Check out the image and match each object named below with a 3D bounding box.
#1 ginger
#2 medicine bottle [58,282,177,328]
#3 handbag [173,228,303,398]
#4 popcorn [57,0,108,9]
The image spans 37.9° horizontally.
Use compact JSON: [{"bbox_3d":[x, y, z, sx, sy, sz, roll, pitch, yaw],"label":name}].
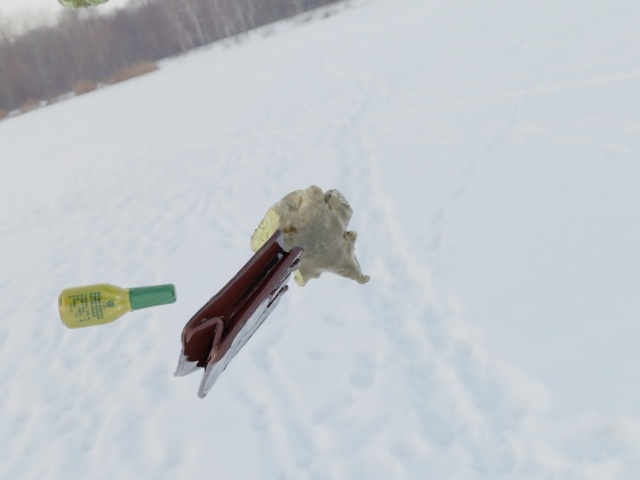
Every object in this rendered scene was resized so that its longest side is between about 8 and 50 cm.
[{"bbox_3d":[0.000,0.000,1.960,0.219,0.270,0.123,-56,35,8],"label":"ginger"},{"bbox_3d":[-0.455,0.137,2.100,0.260,0.095,0.064,-8,1,-2],"label":"medicine bottle"},{"bbox_3d":[-0.146,0.135,1.663,0.275,0.084,0.260,-51,-8,-27],"label":"handbag"},{"bbox_3d":[-0.517,-0.630,1.867,0.274,0.335,0.279,-2,37,38],"label":"popcorn"}]
